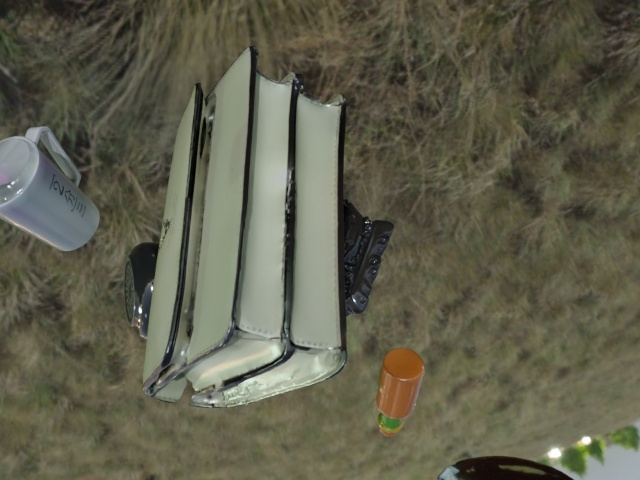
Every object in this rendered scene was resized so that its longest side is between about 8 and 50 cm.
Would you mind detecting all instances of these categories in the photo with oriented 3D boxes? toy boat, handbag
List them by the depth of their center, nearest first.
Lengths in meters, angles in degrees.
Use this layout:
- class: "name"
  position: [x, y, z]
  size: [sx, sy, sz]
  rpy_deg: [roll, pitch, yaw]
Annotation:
- class: "handbag"
  position: [-0.098, -0.009, 0.736]
  size: [0.160, 0.358, 0.236]
  rpy_deg: [19, 147, -30]
- class: "toy boat"
  position: [0.333, 0.447, 1.100]
  size: [0.262, 0.114, 0.115]
  rpy_deg: [4, 121, 9]

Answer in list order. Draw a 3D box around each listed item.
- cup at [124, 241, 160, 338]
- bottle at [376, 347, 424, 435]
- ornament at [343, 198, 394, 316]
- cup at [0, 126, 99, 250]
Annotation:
- class: "cup"
  position: [-0.262, 0.080, 1.148]
  size: [0.176, 0.169, 0.223]
  rpy_deg: [-5, -171, -23]
- class: "bottle"
  position: [0.124, 0.259, 1.049]
  size: [0.069, 0.069, 0.187]
  rpy_deg: [-12, 133, -19]
- class: "ornament"
  position: [0.000, 0.000, 1.226]
  size: [0.260, 0.251, 0.106]
  rpy_deg: [37, 147, -24]
- class: "cup"
  position: [-0.271, -0.054, 0.622]
  size: [0.074, 0.104, 0.116]
  rpy_deg: [-4, 154, 16]
